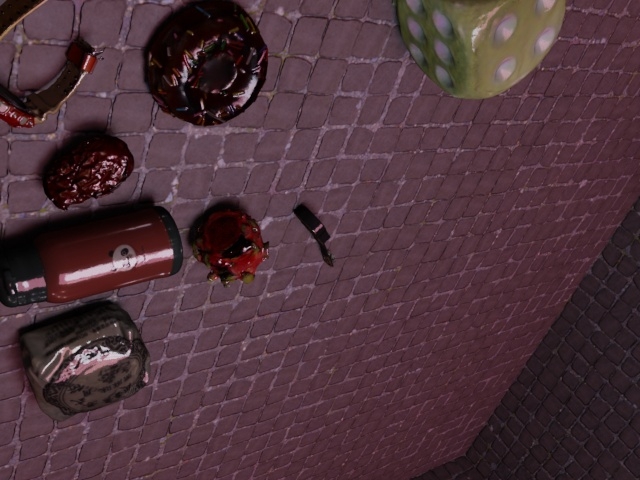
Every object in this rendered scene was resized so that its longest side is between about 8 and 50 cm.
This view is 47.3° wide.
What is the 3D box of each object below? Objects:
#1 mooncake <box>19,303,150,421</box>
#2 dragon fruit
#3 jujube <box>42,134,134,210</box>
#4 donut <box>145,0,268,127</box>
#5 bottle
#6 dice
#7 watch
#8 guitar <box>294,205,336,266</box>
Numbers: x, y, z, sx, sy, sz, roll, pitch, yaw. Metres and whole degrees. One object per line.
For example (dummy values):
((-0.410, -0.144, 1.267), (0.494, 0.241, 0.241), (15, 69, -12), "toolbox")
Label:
((-0.495, 0.264, 1.566), (0.254, 0.136, 0.250), (-25, 146, -22), "mooncake")
((-0.191, 0.026, 1.586), (0.172, 0.160, 0.166), (66, 34, -58), "dragon fruit")
((-0.406, -0.125, 1.270), (0.166, 0.104, 0.104), (-24, 144, -1), "jujube")
((-0.189, -0.300, 1.291), (0.235, 0.089, 0.235), (-27, 142, -23), "donut")
((-0.437, 0.034, 1.368), (0.336, 0.144, 0.144), (-15, 137, -31), "bottle")
((0.315, -0.457, 1.456), (0.249, 0.254, 0.252), (-33, 145, -12), "dice")
((-0.411, -0.293, 1.097), (0.268, 0.102, 0.165), (-47, 153, -8), "watch")
((0.002, -0.001, 1.818), (0.038, 0.084, 0.271), (-40, 151, -6), "guitar")
